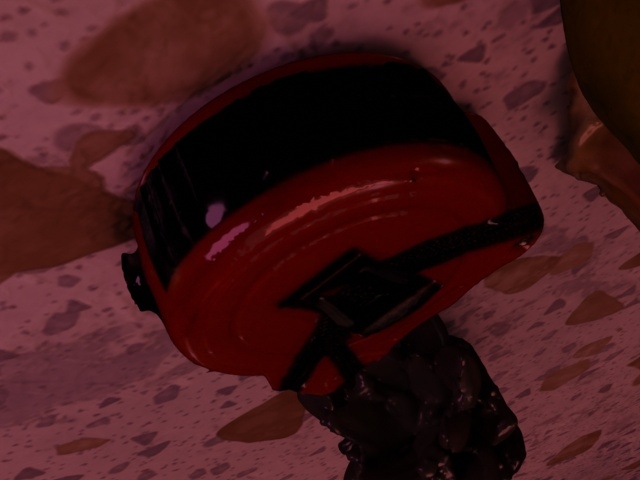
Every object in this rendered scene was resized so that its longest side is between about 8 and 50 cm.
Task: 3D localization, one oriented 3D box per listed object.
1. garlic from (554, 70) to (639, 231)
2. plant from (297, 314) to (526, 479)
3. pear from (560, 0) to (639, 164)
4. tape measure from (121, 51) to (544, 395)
[{"bbox_3d":[0.307,0.007,0.672,0.249,0.313,0.286,-26,156,-20],"label":"garlic"},{"bbox_3d":[0.106,0.193,0.945,0.181,0.194,0.321,-34,154,8],"label":"plant"},{"bbox_3d":[0.269,-0.131,0.446,0.294,0.294,0.294,-19,151,-11],"label":"pear"},{"bbox_3d":[0.001,0.000,0.618,0.253,0.114,0.260,-39,149,23],"label":"tape measure"}]
